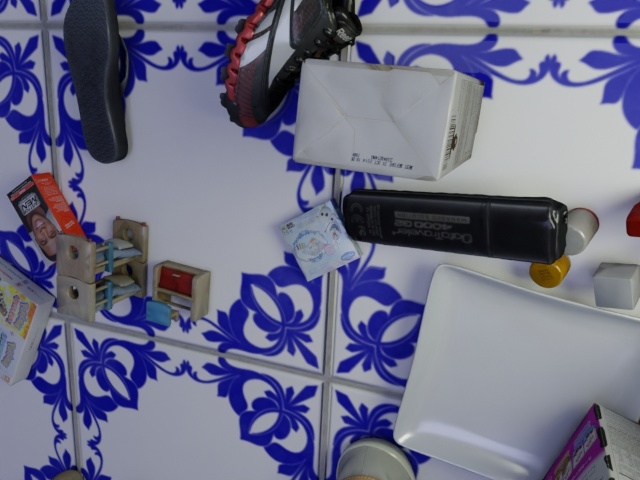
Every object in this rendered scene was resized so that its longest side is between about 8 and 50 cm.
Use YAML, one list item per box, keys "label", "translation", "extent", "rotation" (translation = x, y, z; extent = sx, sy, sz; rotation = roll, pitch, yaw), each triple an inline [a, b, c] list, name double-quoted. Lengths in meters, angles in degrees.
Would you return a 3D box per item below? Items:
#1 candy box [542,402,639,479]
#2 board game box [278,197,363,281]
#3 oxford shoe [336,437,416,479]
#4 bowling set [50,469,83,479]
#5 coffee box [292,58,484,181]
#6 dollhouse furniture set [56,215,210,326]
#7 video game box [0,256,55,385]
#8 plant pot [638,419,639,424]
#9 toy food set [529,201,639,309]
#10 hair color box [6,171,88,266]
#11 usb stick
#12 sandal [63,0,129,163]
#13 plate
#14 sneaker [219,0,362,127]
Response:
- label: "candy box"
  translation: [0.293, 0.303, 0.599]
  extent: [0.071, 0.233, 0.159]
  rotation: [25, 113, 12]
- label: "board game box"
  translation: [0.000, 0.000, 0.803]
  extent: [0.090, 0.020, 0.090]
  rotation: [-26, 92, 25]
- label: "oxford shoe"
  translation: [0.098, 0.517, 0.839]
  extent: [0.169, 0.130, 0.448]
  rotation: [-8, 102, 22]
- label: "bowling set"
  translation: [-0.466, 0.604, 1.068]
  extent: [0.287, 0.154, 0.199]
  rotation: [40, 114, 8]
- label: "coffee box"
  translation: [0.086, -0.132, 0.609]
  extent: [0.141, 0.246, 0.098]
  rotation: [11, 106, 18]
- label: "dollhouse furniture set"
  translation: [-0.280, 0.052, 0.866]
  extent: [0.184, 0.129, 0.128]
  rotation: [13, 108, 19]
- label: "video game box"
  translation: [-0.603, 0.139, 1.064]
  extent: [0.187, 0.048, 0.205]
  rotation: [32, 113, 9]
- label: "plant pot"
  translation: [0.482, 0.272, 0.563]
  extent: [0.236, 0.267, 0.267]
  rotation: [14, 109, 6]
- label: "toy food set"
  translation: [0.362, 0.004, 0.637]
  extent: [0.232, 0.104, 0.111]
  rotation: [2, 117, 42]
- label: "hair color box"
  translation: [-0.458, -0.035, 0.962]
  extent: [0.072, 0.043, 0.141]
  rotation: [-29, 93, 24]
- label: "usb stick"
  translation: [0.150, -0.021, 0.690]
  extent: [0.278, 0.045, 0.077]
  rotation: [7, 114, 35]
- label: "sandal"
  translation: [-0.328, -0.245, 0.859]
  extent: [0.097, 0.054, 0.254]
  rotation: [19, 119, 24]
- label: "plate"
  translation: [0.255, 0.186, 0.735]
  extent: [0.278, 0.045, 0.277]
  rotation: [16, 109, 16]
- label: "sneaker"
  translation: [-0.028, -0.250, 0.706]
  extent: [0.135, 0.098, 0.276]
  rotation: [34, 112, 13]
